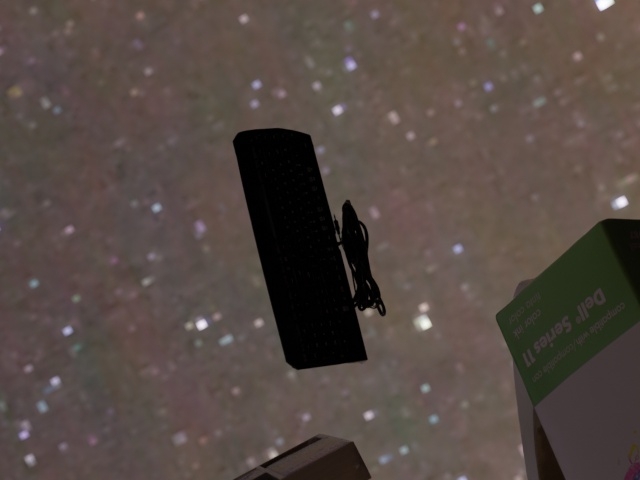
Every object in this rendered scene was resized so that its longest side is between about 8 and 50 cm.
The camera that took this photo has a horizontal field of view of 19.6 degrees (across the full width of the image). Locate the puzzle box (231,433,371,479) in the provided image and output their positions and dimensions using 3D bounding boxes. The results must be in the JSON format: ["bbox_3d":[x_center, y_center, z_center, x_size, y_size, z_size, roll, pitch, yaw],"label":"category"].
[{"bbox_3d":[-0.148,0.349,2.224,0.052,0.409,0.272,63,170,-1],"label":"puzzle box"}]

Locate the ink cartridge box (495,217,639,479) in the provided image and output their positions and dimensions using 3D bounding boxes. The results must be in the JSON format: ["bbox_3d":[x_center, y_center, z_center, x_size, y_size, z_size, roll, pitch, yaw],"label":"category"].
[{"bbox_3d":[0.270,0.165,1.107,0.207,0.119,0.353,1,-124,-38],"label":"ink cartridge box"}]

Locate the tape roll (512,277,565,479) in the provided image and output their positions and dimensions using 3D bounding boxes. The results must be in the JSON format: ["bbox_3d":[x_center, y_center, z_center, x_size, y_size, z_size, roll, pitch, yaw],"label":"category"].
[{"bbox_3d":[0.221,0.212,1.433,0.392,0.072,0.392,169,90,-88],"label":"tape roll"}]

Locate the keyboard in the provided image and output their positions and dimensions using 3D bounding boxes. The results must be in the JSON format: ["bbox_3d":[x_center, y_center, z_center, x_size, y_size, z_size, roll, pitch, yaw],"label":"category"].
[{"bbox_3d":[0.000,0.000,1.409,0.100,0.038,0.192,-5,-106,-36],"label":"keyboard"}]
